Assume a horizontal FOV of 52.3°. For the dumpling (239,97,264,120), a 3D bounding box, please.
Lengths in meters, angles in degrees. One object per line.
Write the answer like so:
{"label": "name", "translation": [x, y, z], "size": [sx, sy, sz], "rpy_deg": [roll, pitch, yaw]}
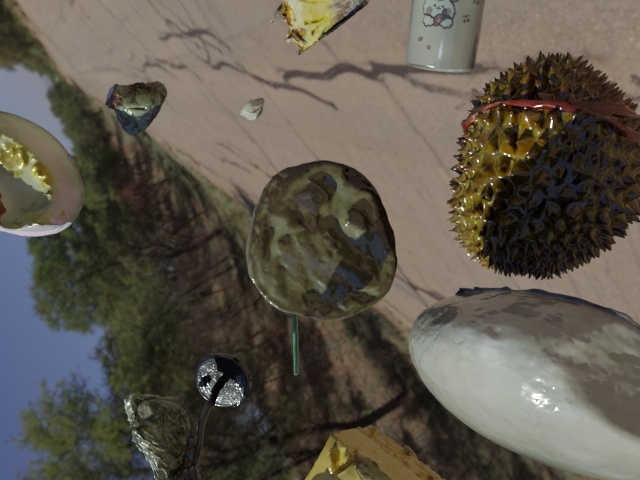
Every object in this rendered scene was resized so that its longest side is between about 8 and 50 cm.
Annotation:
{"label": "dumpling", "translation": [-0.152, -0.305, 1.496], "size": [0.043, 0.060, 0.077], "rpy_deg": [33, 165, -13]}

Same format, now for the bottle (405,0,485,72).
{"label": "bottle", "translation": [0.192, -0.374, 0.965], "size": [0.110, 0.109, 0.234], "rpy_deg": [38, 130, 53]}

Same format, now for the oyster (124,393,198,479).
{"label": "oyster", "translation": [-0.274, 0.339, 1.139], "size": [0.125, 0.064, 0.178], "rpy_deg": [-15, -91, -62]}

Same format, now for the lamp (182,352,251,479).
{"label": "lamp", "translation": [-0.169, 0.303, 1.109], "size": [0.371, 0.108, 0.130], "rpy_deg": [-124, 20, -79]}

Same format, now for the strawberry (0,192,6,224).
{"label": "strawberry", "translation": [-0.321, -0.051, 0.433], "size": [0.175, 0.107, 0.236], "rpy_deg": [31, -157, -8]}

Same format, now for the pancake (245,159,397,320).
{"label": "pancake", "translation": [0.000, 0.000, 1.170], "size": [0.294, 0.294, 0.049], "rpy_deg": [49, 171, -3]}

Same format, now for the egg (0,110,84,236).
{"label": "egg", "translation": [-0.579, -0.105, 1.203], "size": [0.271, 0.161, 0.206], "rpy_deg": [40, -146, -15]}

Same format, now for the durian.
{"label": "durian", "translation": [0.381, -0.122, 1.109], "size": [0.347, 0.347, 0.385], "rpy_deg": [-145, 45, -59]}

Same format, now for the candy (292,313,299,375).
{"label": "candy", "translation": [-0.047, 0.128, 1.367], "size": [0.083, 0.091, 0.306], "rpy_deg": [44, -141, -63]}

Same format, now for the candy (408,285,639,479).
{"label": "candy", "translation": [0.297, 0.194, 0.861], "size": [0.385, 0.186, 0.427], "rpy_deg": [25, 171, -21]}

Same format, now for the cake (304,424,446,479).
{"label": "cake", "translation": [0.080, 0.509, 1.244], "size": [0.222, 0.228, 0.286], "rpy_deg": [31, -175, 28]}

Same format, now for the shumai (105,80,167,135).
{"label": "shumai", "translation": [-0.367, -0.275, 1.275], "size": [0.087, 0.124, 0.099], "rpy_deg": [35, -172, -37]}

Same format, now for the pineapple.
{"label": "pineapple", "translation": [0.001, -0.475, 1.238], "size": [0.115, 0.185, 0.237], "rpy_deg": [-80, -6, -56]}
